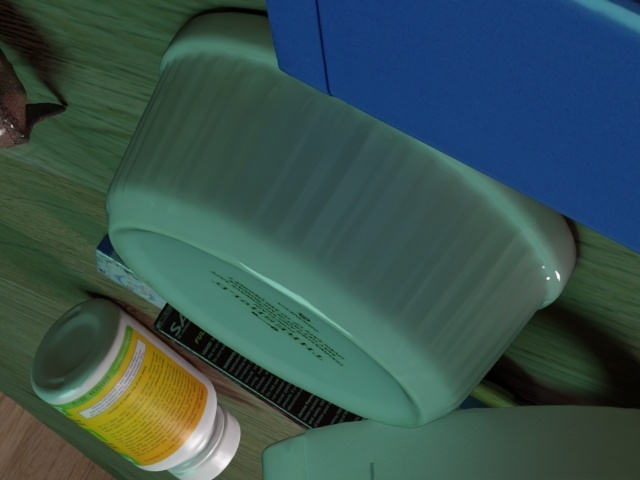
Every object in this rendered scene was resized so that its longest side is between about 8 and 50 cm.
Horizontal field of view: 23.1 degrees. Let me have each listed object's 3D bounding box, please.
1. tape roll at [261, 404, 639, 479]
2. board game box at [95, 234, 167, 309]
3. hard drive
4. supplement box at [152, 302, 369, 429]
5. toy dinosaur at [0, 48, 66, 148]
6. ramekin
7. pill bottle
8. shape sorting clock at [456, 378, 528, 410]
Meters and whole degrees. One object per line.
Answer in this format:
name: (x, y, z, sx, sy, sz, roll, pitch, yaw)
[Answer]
tape roll: (0.101, 0.182, 1.061, 0.286, 0.100, 0.286, -3, 165, -1)
board game box: (-0.178, 0.036, 1.539, 0.090, 0.020, 0.090, 32, 164, 2)
hard drive: (0.119, -0.060, 0.655, 0.319, 0.040, 0.210, 28, 164, 13)
supplement box: (-0.028, 0.114, 1.371, 0.239, 0.073, 0.130, 33, 174, -7)
toy dinosaur: (-0.261, -0.123, 1.045, 0.200, 0.127, 0.296, 7, 157, 42)
ramekin: (0.000, 0.000, 0.901, 0.273, 0.127, 0.273, 29, 164, 9)
pill bottle: (-0.210, 0.187, 1.839, 0.136, 0.136, 0.246, 12, 155, 51)
shape sorting clock: (0.087, 0.108, 1.223, 0.206, 0.040, 0.206, 28, 168, 7)
